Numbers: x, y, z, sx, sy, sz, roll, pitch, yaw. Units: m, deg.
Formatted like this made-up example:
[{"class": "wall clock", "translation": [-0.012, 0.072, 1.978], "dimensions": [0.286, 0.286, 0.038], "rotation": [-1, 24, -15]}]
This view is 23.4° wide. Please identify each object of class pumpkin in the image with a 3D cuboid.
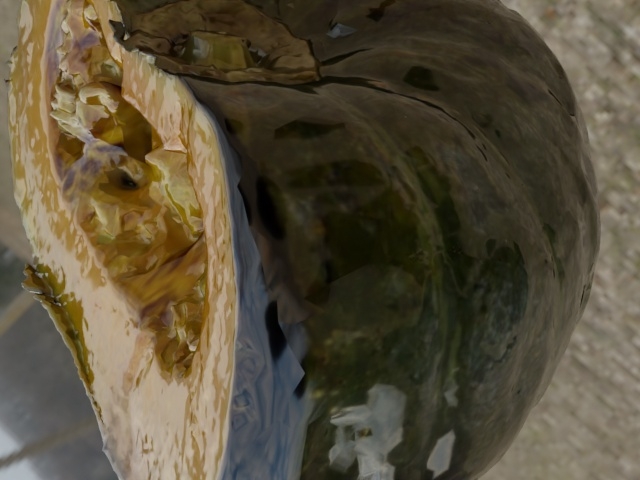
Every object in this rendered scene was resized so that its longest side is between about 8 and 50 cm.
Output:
[{"class": "pumpkin", "translation": [0.000, 0.000, 0.684], "dimensions": [0.325, 0.232, 0.242], "rotation": [62, 140, 44]}]
